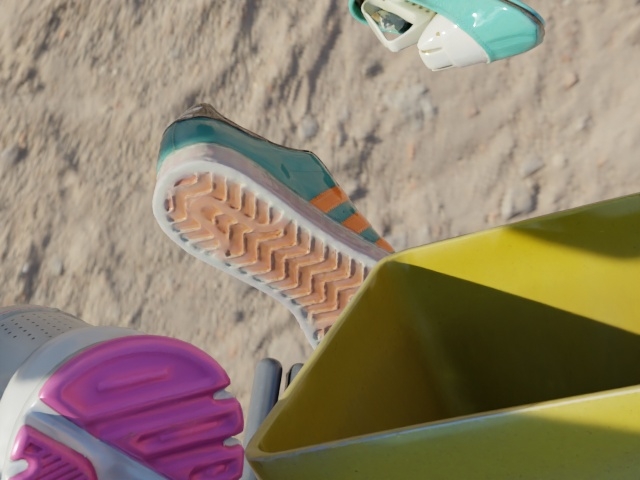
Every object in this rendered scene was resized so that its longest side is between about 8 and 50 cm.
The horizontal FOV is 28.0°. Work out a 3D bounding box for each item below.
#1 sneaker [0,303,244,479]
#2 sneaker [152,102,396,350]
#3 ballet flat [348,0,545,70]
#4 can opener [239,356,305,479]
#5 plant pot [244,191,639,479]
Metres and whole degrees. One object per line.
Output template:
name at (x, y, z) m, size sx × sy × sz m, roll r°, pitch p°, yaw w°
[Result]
sneaker at (-0.090, 0.129, 0.472) m, size 0.103 × 0.111 × 0.252 m, roll -10°, pitch 117°, yaw -35°
sneaker at (0.000, 0.000, 0.996) m, size 0.108 × 0.121 × 0.302 m, roll -36°, pitch 121°, yaw 24°
ballet flat at (0.112, -0.207, 1.241) m, size 0.087 × 0.247 × 0.083 m, roll -51°, pitch 132°, yaw -5°
can opener at (-0.054, 0.265, 1.398) m, size 0.076 × 0.095 × 0.283 m, roll 10°, pitch 73°, yaw -6°
plant pot at (0.125, 0.106, 0.571) m, size 0.212 × 0.212 × 0.187 m, roll -14°, pitch 107°, yaw 24°
